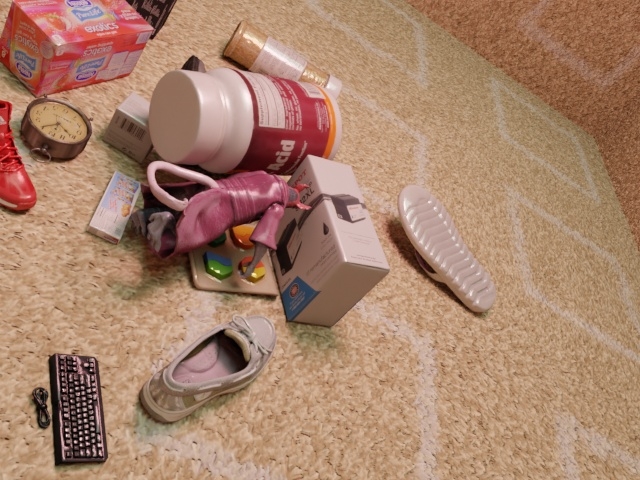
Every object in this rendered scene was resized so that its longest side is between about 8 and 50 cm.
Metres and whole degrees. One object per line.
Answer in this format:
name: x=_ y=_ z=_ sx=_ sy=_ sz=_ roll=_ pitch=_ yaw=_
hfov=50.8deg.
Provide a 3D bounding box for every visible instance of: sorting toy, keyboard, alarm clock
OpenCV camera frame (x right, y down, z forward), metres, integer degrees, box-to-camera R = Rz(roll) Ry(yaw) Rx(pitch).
sorting toy: x=-0.191 y=0.027 z=1.447 sx=0.208 sy=0.038 sz=0.192 roll=12 pitch=45 yaw=-36
keyboard: x=-0.385 y=0.255 z=1.038 sx=0.108 sy=0.023 sz=0.180 roll=10 pitch=45 yaw=-36
alarm clock: x=-0.537 y=-0.212 z=1.353 sx=0.129 sy=0.064 sz=0.192 roll=28 pitch=35 yaw=-19

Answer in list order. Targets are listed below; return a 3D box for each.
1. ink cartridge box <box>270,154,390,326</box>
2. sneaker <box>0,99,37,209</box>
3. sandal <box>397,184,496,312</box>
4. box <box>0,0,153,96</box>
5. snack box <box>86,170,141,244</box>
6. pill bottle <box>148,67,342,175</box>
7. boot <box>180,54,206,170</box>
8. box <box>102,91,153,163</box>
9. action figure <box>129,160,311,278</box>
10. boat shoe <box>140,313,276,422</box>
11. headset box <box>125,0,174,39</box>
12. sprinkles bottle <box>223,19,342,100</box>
ink cartridge box: x=0.000 y=0.000 z=1.495 sx=0.129 sy=0.223 sz=0.307 roll=12 pitch=45 yaw=-34
sneaker: x=-0.578 y=-0.167 z=1.210 sx=0.221 sy=0.128 sz=0.087 roll=46 pitch=35 yaw=6
sandal: x=0.328 y=0.038 z=1.883 sx=0.169 sy=0.102 sz=0.416 roll=-38 pitch=94 yaw=-39
box: x=-0.547 y=-0.448 z=1.520 sx=0.142 sy=0.154 sz=0.300 roll=45 pitch=37 yaw=5
snack box: x=-0.411 y=-0.069 z=1.356 sx=0.064 sy=0.022 sz=0.178 roll=27 pitch=38 yaw=-19
pill bottle: x=-0.158 y=-0.256 z=1.487 sx=0.392 sy=0.224 sz=0.224 roll=-4 pitch=55 yaw=-45
boot: x=-0.250 y=-0.289 z=1.679 sx=0.223 sy=0.118 sz=0.337 roll=15 pitch=56 yaw=-37
box: x=-0.404 y=-0.248 z=1.483 sx=0.101 sy=0.102 sz=0.087 roll=32 pitch=38 yaw=-12
action figure: x=-0.184 y=-0.088 z=1.346 sx=0.371 sy=0.275 sz=0.248 roll=-14 pitch=53 yaw=-26
boat shoe: x=-0.177 y=0.211 z=1.210 sx=0.118 sy=0.103 sz=0.320 roll=51 pitch=37 yaw=13
headset box: x=-0.511 y=-0.710 z=1.770 sx=0.293 sy=0.218 sz=0.110 roll=30 pitch=36 yaw=-16
sprinkles bottle: x=-0.110 y=-0.516 z=2.025 sx=0.356 sy=0.121 sz=0.121 roll=29 pitch=37 yaw=-18
